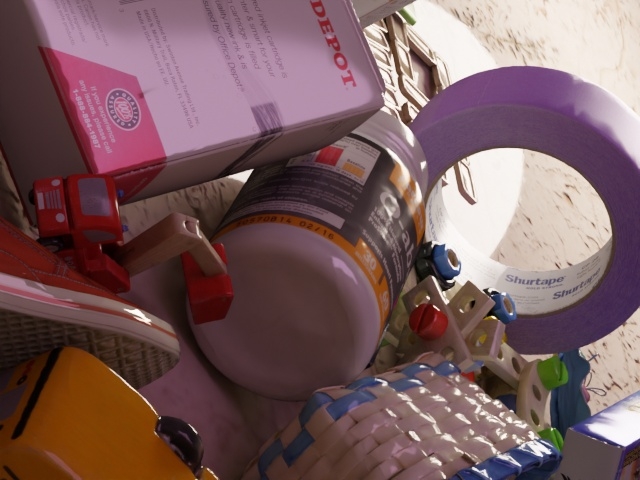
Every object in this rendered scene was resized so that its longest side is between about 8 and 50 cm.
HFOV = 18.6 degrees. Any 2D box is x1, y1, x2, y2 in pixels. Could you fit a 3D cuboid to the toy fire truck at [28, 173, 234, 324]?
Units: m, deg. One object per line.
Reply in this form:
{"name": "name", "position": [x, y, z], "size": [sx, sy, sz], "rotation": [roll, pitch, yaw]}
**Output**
{"name": "toy fire truck", "position": [-0.135, 0.008, 1.423], "size": [0.192, 0.135, 0.047], "rotation": [92, -12, -63]}

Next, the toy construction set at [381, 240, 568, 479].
{"name": "toy construction set", "position": [0.130, 0.124, 1.795], "size": [0.328, 0.151, 0.215], "rotation": [55, 26, -50]}

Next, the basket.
{"name": "basket", "position": [0.100, 0.242, 1.541], "size": [0.255, 0.201, 0.289], "rotation": [-9, 50, -51]}

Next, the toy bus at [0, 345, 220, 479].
{"name": "toy bus", "position": [-0.107, 0.227, 1.314], "size": [0.333, 0.130, 0.108], "rotation": [52, 29, -23]}

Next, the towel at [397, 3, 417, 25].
{"name": "towel", "position": [0.053, -0.313, 2.149], "size": [0.152, 0.023, 0.113], "rotation": [43, 31, -39]}

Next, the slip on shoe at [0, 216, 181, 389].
{"name": "slip on shoe", "position": [-0.218, 0.031, 1.307], "size": [0.331, 0.123, 0.101], "rotation": [25, 43, -44]}

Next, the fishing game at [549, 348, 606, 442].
{"name": "fishing game", "position": [0.265, 0.172, 1.998], "size": [0.264, 0.041, 0.189], "rotation": [-90, -178, -56]}

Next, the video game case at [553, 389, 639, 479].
{"name": "video game case", "position": [0.275, 0.274, 1.866], "size": [0.269, 0.061, 0.244], "rotation": [-12, 119, -62]}

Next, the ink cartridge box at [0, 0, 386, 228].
{"name": "ink cartridge box", "position": [-0.116, -0.147, 1.509], "size": [0.283, 0.117, 0.207], "rotation": [-17, 81, -37]}

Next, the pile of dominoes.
{"name": "pile of dominoes", "position": [0.084, -0.154, 2.084], "size": [0.196, 0.040, 0.251], "rotation": [41, 28, -37]}

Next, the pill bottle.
{"name": "pill bottle", "position": [0.000, 0.000, 1.654], "size": [0.162, 0.162, 0.278], "rotation": [55, 29, -17]}

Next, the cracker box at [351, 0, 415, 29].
{"name": "cracker box", "position": [-0.013, -0.253, 1.760], "size": [0.067, 0.232, 0.156], "rotation": [-14, 80, -63]}

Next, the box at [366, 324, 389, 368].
{"name": "box", "position": [0.015, 0.099, 1.679], "size": [0.018, 0.083, 0.067], "rotation": [53, 29, -16]}

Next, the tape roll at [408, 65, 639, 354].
{"name": "tape roll", "position": [0.197, -0.027, 1.893], "size": [0.275, 0.275, 0.090], "rotation": [55, 30, -17]}
